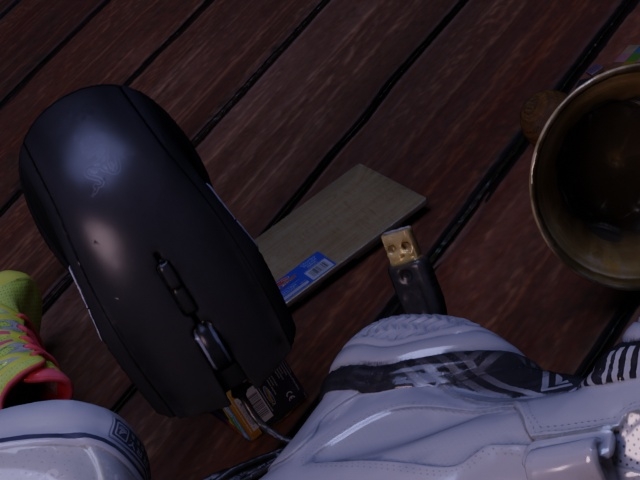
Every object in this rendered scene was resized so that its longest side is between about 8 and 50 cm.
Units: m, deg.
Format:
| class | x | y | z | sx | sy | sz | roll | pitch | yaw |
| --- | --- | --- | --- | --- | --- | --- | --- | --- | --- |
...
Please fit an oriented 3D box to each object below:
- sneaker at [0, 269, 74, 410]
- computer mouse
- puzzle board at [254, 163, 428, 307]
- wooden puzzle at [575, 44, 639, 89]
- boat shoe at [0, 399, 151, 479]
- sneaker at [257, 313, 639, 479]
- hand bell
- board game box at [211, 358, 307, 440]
| class | x | y | z | sx | sy | sz | roll | pitch | yaw |
| --- | --- | --- | --- | --- | --- | --- | --- | --- | --- |
| sneaker | -0.199 | 0.093 | 1.266 | 0.094 | 0.081 | 0.208 | -13 | 37 | 15 |
| computer mouse | -0.037 | 0.019 | 1.036 | 0.184 | 0.262 | 0.060 | -26 | 2 | -4 |
| puzzle board | 0.000 | 0.000 | 1.290 | 0.128 | 0.011 | 0.096 | -37 | 29 | -12 |
| wooden puzzle | 0.210 | -0.112 | 1.281 | 0.083 | 0.006 | 0.049 | 6 | 44 | 49 |
| boat shoe | -0.270 | 0.211 | 1.085 | 0.367 | 0.136 | 0.156 | -15 | 33 | 8 |
| sneaker | 0.086 | 0.141 | 0.842 | 0.366 | 0.137 | 0.210 | 0 | 40 | 52 |
| hand bell | 0.157 | -0.061 | 1.168 | 0.126 | 0.126 | 0.242 | -30 | 16 | -1 |
| board game box | -0.093 | 0.025 | 1.162 | 0.048 | 0.170 | 0.141 | -38 | 29 | -14 |
